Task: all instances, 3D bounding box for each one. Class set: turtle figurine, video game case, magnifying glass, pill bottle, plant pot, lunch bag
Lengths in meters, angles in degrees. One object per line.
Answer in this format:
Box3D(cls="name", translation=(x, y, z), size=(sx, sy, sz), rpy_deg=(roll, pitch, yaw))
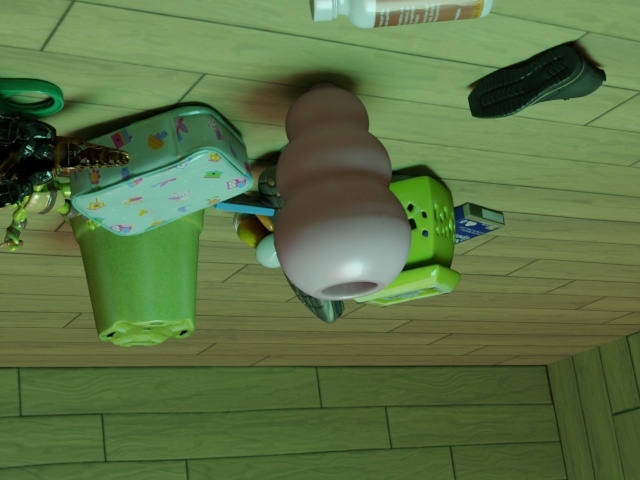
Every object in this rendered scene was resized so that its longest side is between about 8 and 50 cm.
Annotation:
Box3D(cls="turtle figurine", translation=(-0.472, -0.065, 1.993), size=(0.217, 0.087, 0.269), rpy_deg=(3, 128, -47))
Box3D(cls="video game case", translation=(-0.174, -0.078, 2.065), size=(0.119, 0.015, 0.166), rpy_deg=(7, -167, -36))
Box3D(cls="magnifying glass", translation=(-0.476, -0.215, 1.659), size=(0.231, 0.026, 0.092), rpy_deg=(7, 159, -42))
Box3D(cls="pill bottle", translation=(0.094, -0.319, 1.397), size=(0.216, 0.121, 0.121), rpy_deg=(-7, 162, -4))
Box3D(cls="plant pot", translation=(0.148, 0.012, 2.275), size=(0.228, 0.207, 0.227), rpy_deg=(-13, 169, 17))
Box3D(cls="plant pot", translation=(-0.337, 0.058, 2.184), size=(0.276, 0.254, 0.276), rpy_deg=(-6, 162, -2))
Box3D(cls="lunch bag", translation=(-0.263, -0.110, 1.902), size=(0.279, 0.108, 0.224), rpy_deg=(-18, 160, 15))

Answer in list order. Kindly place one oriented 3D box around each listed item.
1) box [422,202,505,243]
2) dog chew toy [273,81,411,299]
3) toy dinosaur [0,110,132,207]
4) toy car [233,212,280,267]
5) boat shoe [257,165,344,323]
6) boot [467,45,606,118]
Box3D(cls="box", translation=(0.273, -0.022, 2.540), size=(0.225, 0.036, 0.136), rpy_deg=(-20, 158, 38))
Box3D(cls="dog chew toy", translation=(0.024, -0.083, 1.759), size=(0.207, 0.331, 0.206), rpy_deg=(-6, 163, -2))
Box3D(cls="toy dinosaur", translation=(-0.449, -0.136, 1.722), size=(0.322, 0.164, 0.218), rpy_deg=(-19, -175, 14))
Box3D(cls="toy car", translation=(-0.068, -0.031, 2.242), size=(0.182, 0.159, 0.136), rpy_deg=(9, 119, -40))
Box3D(cls="boat shoe", translation=(0.000, 0.000, 2.119), size=(0.130, 0.132, 0.355), rpy_deg=(-32, 130, -20))
Box3D(cls="boot", translation=(0.350, -0.235, 1.855), size=(0.198, 0.077, 0.137), rpy_deg=(-18, 165, 33))
